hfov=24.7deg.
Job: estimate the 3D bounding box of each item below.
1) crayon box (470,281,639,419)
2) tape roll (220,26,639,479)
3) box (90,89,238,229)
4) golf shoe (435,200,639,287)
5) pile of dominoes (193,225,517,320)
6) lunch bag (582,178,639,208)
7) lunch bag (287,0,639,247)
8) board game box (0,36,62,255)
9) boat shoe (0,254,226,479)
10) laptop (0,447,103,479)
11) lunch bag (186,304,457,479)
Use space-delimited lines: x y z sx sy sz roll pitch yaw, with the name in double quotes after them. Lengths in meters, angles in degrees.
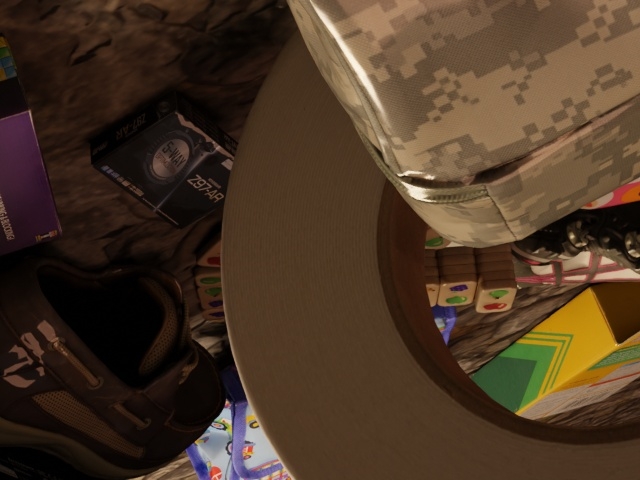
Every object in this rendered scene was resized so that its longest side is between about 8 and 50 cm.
0.356 0.121 1.796 0.203 0.083 0.323 -10 158 -34 "crayon box"
0.136 0.001 0.734 0.392 0.392 0.072 -27 161 12 "tape roll"
-0.086 -0.047 0.877 0.067 0.018 0.083 -29 137 21 "box"
0.216 -0.008 1.280 0.272 0.105 0.120 8 155 -42 "golf shoe"
0.025 0.035 1.138 0.251 0.040 0.196 -5 160 0 "pile of dominoes"
0.200 -0.098 0.936 0.258 0.120 0.293 -20 164 21 "lunch bag"
0.110 -0.163 0.524 0.305 0.213 0.256 -26 162 9 "lunch bag"
-0.218 -0.030 0.777 0.141 0.048 0.170 -18 161 -10 "board game box"
-0.148 0.091 1.062 0.130 0.132 0.355 -28 162 17 "boat shoe"
-0.253 0.264 1.042 0.236 0.408 0.382 -51 136 5 "laptop"
-0.003 0.134 1.353 0.221 0.138 0.293 -20 157 -19 "lunch bag"
